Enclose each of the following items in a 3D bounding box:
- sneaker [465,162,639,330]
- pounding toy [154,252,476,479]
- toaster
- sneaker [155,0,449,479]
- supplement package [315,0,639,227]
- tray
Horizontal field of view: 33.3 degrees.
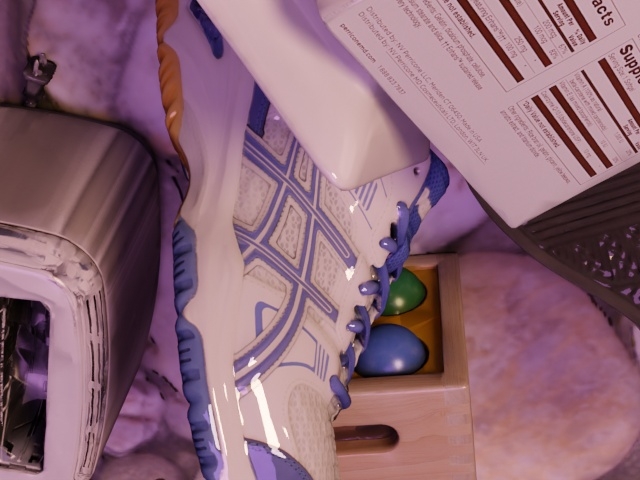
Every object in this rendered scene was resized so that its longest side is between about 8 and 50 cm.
[{"bbox_3d":[0.201,0.023,0.527,0.295,0.178,0.124,49,116,9],"label":"sneaker"},{"bbox_3d":[-0.011,0.095,0.569,0.181,0.206,0.094,-4,120,7],"label":"pounding toy"},{"bbox_3d":[-0.159,0.031,0.576,0.129,0.146,0.227,11,121,-4],"label":"toaster"},{"bbox_3d":[0.000,0.000,0.490,0.131,0.112,0.296,-6,76,-2],"label":"sneaker"},{"bbox_3d":[0.103,-0.154,0.396,0.203,0.194,0.149,-29,141,19],"label":"supplement package"},{"bbox_3d":[-0.042,-0.141,0.411,0.030,0.145,0.270,-37,87,20],"label":"tray"}]
